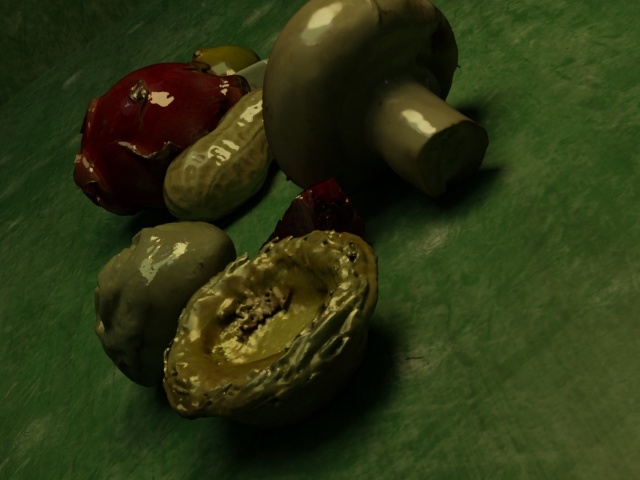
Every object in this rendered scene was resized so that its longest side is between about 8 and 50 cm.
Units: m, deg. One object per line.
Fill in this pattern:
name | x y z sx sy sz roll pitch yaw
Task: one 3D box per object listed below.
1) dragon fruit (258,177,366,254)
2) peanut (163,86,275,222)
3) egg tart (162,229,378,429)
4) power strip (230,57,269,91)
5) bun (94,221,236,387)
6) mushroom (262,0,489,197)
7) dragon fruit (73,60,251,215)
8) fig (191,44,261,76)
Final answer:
dragon fruit | 0.000 0.000 1.515 0.102 0.096 0.147 -40 -10 -32
peanut | -0.112 -0.138 1.882 0.136 0.120 0.298 25 61 38
egg tart | -0.040 0.105 1.322 0.288 0.118 0.288 -30 23 14
power strip | -0.171 -0.218 2.130 0.338 0.098 0.058 -19 5 37
bun | -0.197 0.065 1.510 0.231 0.133 0.231 -60 -4 -7
mushroom | 0.087 -0.166 1.547 0.290 0.292 0.292 35 71 32
dragon fruit | -0.261 -0.168 2.014 0.315 0.250 0.250 -7 35 27
fig | -0.163 -0.283 2.231 0.153 0.121 0.136 7 39 27
